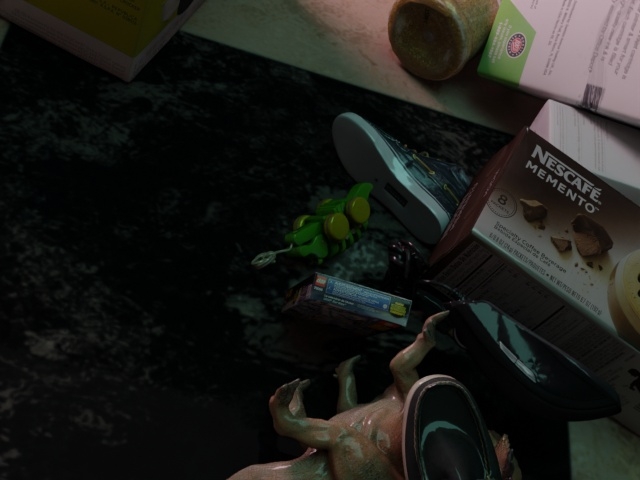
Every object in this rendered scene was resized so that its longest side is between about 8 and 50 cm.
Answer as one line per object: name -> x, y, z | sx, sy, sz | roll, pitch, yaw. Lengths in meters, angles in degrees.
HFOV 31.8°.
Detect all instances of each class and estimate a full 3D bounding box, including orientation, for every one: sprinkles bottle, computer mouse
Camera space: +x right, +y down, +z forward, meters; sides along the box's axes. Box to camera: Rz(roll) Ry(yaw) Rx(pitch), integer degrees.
sprinkles bottle -> 0.234, -0.330, 1.482 | 0.121, 0.121, 0.355 | 41, 49, 12
computer mouse -> 0.155, 0.105, 1.082 | 0.262, 0.184, 0.060 | 36, 80, 4

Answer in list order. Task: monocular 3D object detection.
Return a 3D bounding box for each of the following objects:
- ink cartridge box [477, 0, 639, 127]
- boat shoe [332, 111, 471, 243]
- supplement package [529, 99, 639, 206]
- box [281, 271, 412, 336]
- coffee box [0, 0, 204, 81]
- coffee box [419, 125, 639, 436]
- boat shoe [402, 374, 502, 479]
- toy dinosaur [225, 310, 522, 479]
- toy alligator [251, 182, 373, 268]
ink cartridge box -> 0.353, -0.245, 1.332 | 0.273, 0.198, 0.115 | 24, 8, 34
boat shoe -> 0.096, -0.080, 1.265 | 0.083, 0.065, 0.183 | -33, 77, -40
supplement package -> 0.326, -0.071, 1.321 | 0.179, 0.105, 0.105 | 18, 47, -8
box -> 0.022, 0.063, 1.068 | 0.094, 0.137, 0.027 | 18, 78, -10
coffee box -> -0.246, -0.451, 1.234 | 0.338, 0.334, 0.337 | 29, 48, 1
coffee box -> 0.274, 0.044, 1.166 | 0.297, 0.119, 0.168 | 36, 54, -3
boat shoe -> 0.120, 0.221, 0.901 | 0.084, 0.079, 0.233 | -7, 80, -11
toy dinosaur -> 0.059, 0.197, 0.989 | 0.295, 0.127, 0.200 | -22, 81, -24
toy alligator -> 0.000, 0.000, 1.167 | 0.189, 0.056, 0.051 | -38, 114, -40
